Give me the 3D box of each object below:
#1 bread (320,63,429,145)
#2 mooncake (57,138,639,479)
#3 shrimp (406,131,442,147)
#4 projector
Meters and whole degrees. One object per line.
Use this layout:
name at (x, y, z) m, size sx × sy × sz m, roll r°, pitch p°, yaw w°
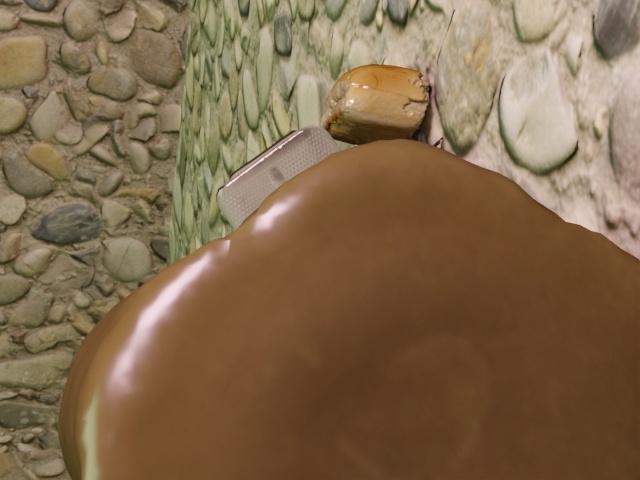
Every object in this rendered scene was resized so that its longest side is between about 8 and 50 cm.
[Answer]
bread at (0.064, -0.155, 1.302) m, size 0.125 × 0.106 × 0.082 m, roll 141°, pitch 145°, yaw -72°
mooncake at (0.042, 0.173, 0.791) m, size 0.262 × 0.466 × 0.467 m, roll 165°, pitch 104°, yaw -70°
shrimp at (0.067, -0.011, 1.118) m, size 0.372 × 0.172 × 0.137 m, roll -70°, pitch -30°, yaw -69°
projector at (0.000, 0.000, 1.301) m, size 0.243 × 0.163 × 0.177 m, roll 57°, pitch 180°, yaw -3°
